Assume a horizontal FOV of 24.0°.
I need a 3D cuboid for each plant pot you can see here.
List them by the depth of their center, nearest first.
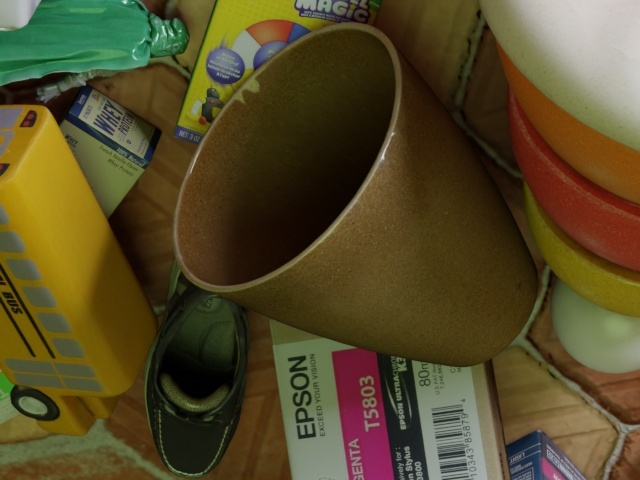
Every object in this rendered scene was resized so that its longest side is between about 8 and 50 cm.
[{"bbox_3d":[0.052,-0.004,1.204,0.237,0.237,0.254,-35,128,25],"label":"plant pot"}]

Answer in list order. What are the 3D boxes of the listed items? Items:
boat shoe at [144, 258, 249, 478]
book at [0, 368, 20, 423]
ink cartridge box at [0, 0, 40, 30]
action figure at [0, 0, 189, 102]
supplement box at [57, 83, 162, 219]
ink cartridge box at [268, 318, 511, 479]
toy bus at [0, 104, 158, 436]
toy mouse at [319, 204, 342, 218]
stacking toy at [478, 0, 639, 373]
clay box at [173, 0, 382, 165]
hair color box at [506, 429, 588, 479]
[{"bbox_3d":[-0.118,0.127,1.421,0.103,0.092,0.285,13,125,-3],"label":"boat shoe"},{"bbox_3d":[-0.324,0.105,1.471,0.096,0.035,0.144,-27,115,17],"label":"book"},{"bbox_3d":[-0.311,-0.316,1.140,0.201,0.117,0.278,7,123,2],"label":"ink cartridge box"},{"bbox_3d":[-0.225,-0.165,1.245,0.232,0.137,0.063,-2,146,-2],"label":"action figure"},{"bbox_3d":[-0.199,-0.076,1.321,0.083,0.056,0.083,32,121,-14],"label":"supplement box"},{"bbox_3d":[0.067,0.169,1.362,0.193,0.088,0.234,-10,83,11],"label":"ink cartridge box"},{"bbox_3d":[-0.242,0.036,1.322,0.130,0.108,0.332,0,136,22],"label":"toy bus"},{"bbox_3d":[0.000,0.000,1.346,0.143,0.031,0.161,22,141,3],"label":"toy mouse"},{"bbox_3d":[0.269,-0.061,1.188,0.351,0.350,0.480,7,143,2],"label":"stacking toy"},{"bbox_3d":[-0.031,-0.167,1.244,0.127,0.053,0.222,17,124,-7],"label":"clay box"},{"bbox_3d":[0.215,0.357,1.382,0.105,0.347,0.174,-32,115,24],"label":"hair color box"}]
